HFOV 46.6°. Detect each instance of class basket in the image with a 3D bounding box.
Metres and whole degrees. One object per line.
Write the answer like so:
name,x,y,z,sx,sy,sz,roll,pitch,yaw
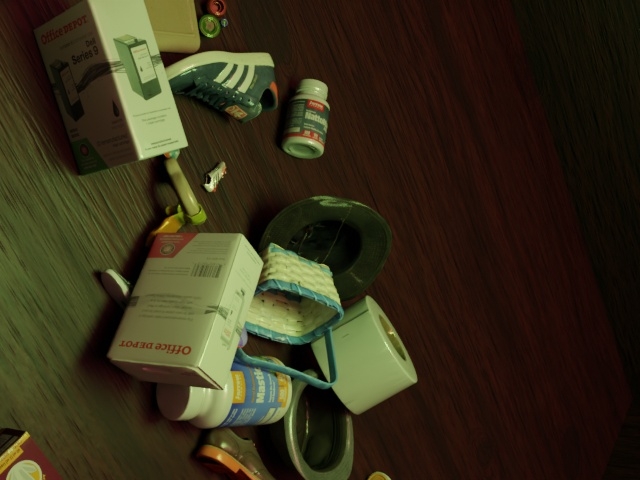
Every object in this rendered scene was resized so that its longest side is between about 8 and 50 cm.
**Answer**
basket,-0.072,0.174,1.657,0.254,0.201,0.289,27,39,-28

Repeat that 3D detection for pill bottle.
pill bottle,-0.202,0.316,1.566,0.272,0.152,0.152,12,77,-49
pill bottle,-0.034,-0.308,1.869,0.108,0.108,0.180,25,67,-45

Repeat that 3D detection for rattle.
rattle,-0.332,-0.106,1.562,0.200,0.142,0.130,62,11,-2

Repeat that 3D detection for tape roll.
tape roll,0.107,0.280,1.828,0.246,0.169,0.246,57,9,-14

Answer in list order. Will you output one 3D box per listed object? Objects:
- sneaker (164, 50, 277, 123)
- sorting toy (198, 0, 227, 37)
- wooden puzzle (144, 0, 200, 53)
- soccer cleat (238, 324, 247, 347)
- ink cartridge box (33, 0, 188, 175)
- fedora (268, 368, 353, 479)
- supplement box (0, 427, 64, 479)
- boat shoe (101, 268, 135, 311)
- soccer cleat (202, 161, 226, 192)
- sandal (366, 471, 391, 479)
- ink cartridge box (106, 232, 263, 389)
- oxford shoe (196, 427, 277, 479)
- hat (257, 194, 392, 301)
sneaker,-0.213,-0.330,1.646,0.350,0.131,0.148,-20,96,-49
sorting toy,-0.247,-0.507,1.705,0.061,0.042,0.102,27,77,-27
wooden puzzle,-0.360,-0.522,1.575,0.221,0.044,0.239,-12,99,-49
soccer cleat,-0.206,0.115,1.536,0.083,0.248,0.095,24,112,-45
ink cartridge box,-0.391,-0.285,1.378,0.121,0.211,0.289,-26,104,-46
fedora,-0.036,0.448,1.761,0.243,0.124,0.276,1,76,-51
supplement box,-0.503,0.424,1.260,0.104,0.080,0.188,-48,121,-41
boat shoe,-0.382,0.105,1.469,0.142,0.049,0.040,63,39,-31
soccer cleat,-0.239,-0.147,1.674,0.035,0.029,0.083,43,59,-42
sandal,0.112,0.719,1.917,0.076,0.102,0.265,48,54,-38
ink cartridge box,-0.255,0.131,1.431,0.117,0.207,0.283,58,40,-51
oxford shoe,-0.154,0.495,1.646,0.271,0.096,0.098,48,46,-34
hat,0.000,0.000,1.819,0.331,0.331,0.134,49,10,-33
